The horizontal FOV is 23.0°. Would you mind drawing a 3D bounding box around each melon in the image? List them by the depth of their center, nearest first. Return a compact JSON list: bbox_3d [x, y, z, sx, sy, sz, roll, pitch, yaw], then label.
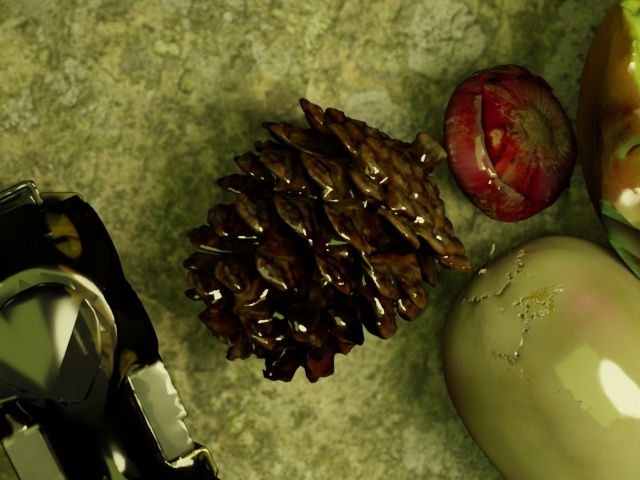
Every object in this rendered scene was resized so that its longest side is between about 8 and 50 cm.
[{"bbox_3d":[0.244,0.136,1.406,0.223,0.223,0.317,-39,93,3],"label":"melon"}]

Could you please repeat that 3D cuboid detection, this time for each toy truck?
[{"bbox_3d":[-0.220,0.146,1.407,0.181,0.254,0.405,-27,101,-13],"label":"toy truck"}]

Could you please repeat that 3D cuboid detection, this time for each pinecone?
[{"bbox_3d":[0.000,0.000,1.406,0.272,0.224,0.224,-37,93,9],"label":"pinecone"}]

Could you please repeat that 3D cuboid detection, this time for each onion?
[{"bbox_3d":[0.153,-0.086,1.459,0.140,0.150,0.150,-14,95,45],"label":"onion"}]

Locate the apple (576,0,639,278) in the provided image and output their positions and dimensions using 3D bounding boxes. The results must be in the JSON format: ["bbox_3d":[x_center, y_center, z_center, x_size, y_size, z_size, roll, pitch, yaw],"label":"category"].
[{"bbox_3d":[0.383,-0.116,1.305,0.374,0.374,0.384,-21,131,2],"label":"apple"}]
